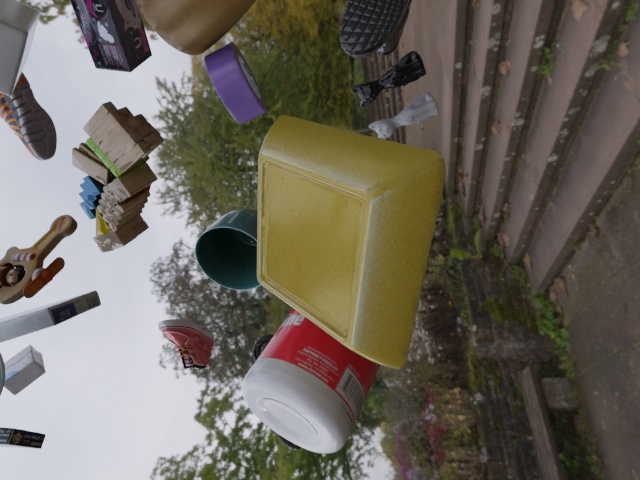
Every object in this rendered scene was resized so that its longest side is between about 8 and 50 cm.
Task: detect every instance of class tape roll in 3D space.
[{"bbox_3d":[-0.218,-0.409,1.052,0.189,0.080,0.189,-24,-90,-81],"label":"tape roll"}]

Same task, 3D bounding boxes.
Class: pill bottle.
[{"bbox_3d":[0.031,0.216,0.881,0.407,0.229,0.229,-52,-41,-41],"label":"pill bottle"}]

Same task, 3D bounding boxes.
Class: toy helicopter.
[{"bbox_3d":[-0.961,0.060,1.359,0.355,0.235,0.140,-58,-24,-23],"label":"toy helicopter"}]

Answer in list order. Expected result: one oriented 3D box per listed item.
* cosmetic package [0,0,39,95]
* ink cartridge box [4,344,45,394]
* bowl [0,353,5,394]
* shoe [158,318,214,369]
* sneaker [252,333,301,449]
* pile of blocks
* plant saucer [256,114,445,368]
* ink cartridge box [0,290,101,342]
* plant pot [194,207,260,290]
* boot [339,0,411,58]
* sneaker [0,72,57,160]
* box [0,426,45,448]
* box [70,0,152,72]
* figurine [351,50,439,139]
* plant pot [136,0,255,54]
[{"bbox_3d":[-0.865,-0.534,1.001,0.230,0.161,0.453,16,-158,-37],"label":"cosmetic package"},{"bbox_3d":[-0.990,0.419,1.332,0.104,0.180,0.060,-42,-57,-25],"label":"ink cartridge box"},{"bbox_3d":[-0.880,0.340,0.854,0.311,0.163,0.311,28,-144,-23],"label":"bowl"},{"bbox_3d":[-0.294,0.234,0.888,0.178,0.063,0.081,56,-156,-58],"label":"shoe"},{"bbox_3d":[-0.088,0.381,1.032,0.130,0.109,0.286,102,151,-75],"label":"sneaker"},{"bbox_3d":[-0.418,-0.132,0.842,0.362,0.149,0.112,-56,0,38],"label":"pile of blocks"},{"bbox_3d":[0.000,0.000,0.621,0.081,0.333,0.333,-17,-58,-39],"label":"plant saucer"},{"bbox_3d":[-0.950,0.263,1.304,0.324,0.330,0.071,-157,49,-83],"label":"ink cartridge box"},{"bbox_3d":[-0.305,0.009,1.578,0.235,0.293,0.293,-72,-27,-54],"label":"plant pot"},{"bbox_3d":[0.151,-0.505,0.929,0.338,0.118,0.223,-62,-12,-12],"label":"boot"},{"bbox_3d":[-1.042,-0.422,1.362,0.124,0.180,0.321,-61,-39,-64],"label":"sneaker"},{"bbox_3d":[-1.080,0.657,1.339,0.175,0.220,0.051,90,-178,-58],"label":"box"},{"bbox_3d":[-0.702,-0.730,1.365,0.247,0.142,0.163,93,-169,-47],"label":"box"},{"bbox_3d":[0.226,-0.418,1.208,0.215,0.209,0.092,56,-163,-35],"label":"figurine"},{"bbox_3d":[-0.242,-0.583,0.889,0.237,0.254,0.237,25,-120,-54],"label":"plant pot"}]
